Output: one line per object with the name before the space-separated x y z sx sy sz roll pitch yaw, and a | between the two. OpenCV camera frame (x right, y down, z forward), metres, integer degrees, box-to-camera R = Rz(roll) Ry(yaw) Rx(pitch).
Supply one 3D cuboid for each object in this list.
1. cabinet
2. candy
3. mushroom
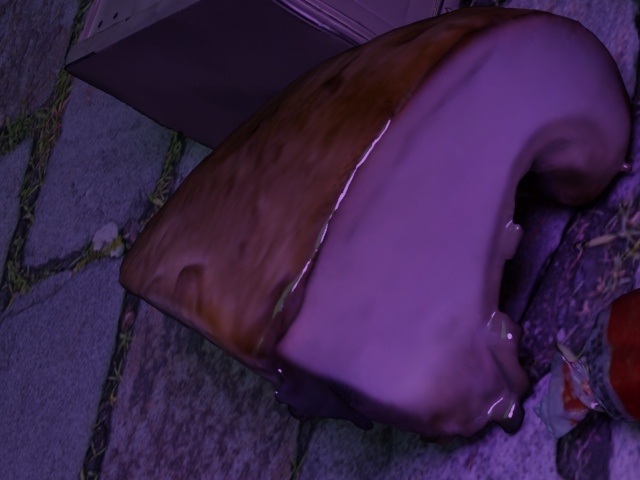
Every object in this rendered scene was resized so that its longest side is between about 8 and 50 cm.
cabinet | -0.017 -0.263 1.525 0.290 0.227 0.318 -17 51 52
candy | 0.237 0.053 1.062 0.292 0.059 0.086 -29 48 44
mushroom | 0.008 -0.041 1.318 0.397 0.224 0.313 21 87 60
